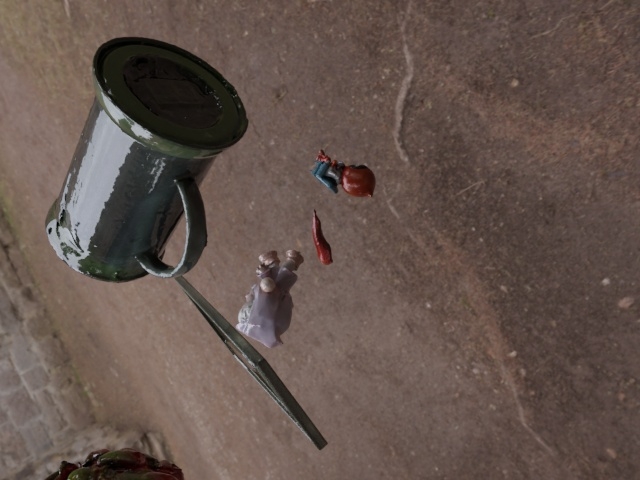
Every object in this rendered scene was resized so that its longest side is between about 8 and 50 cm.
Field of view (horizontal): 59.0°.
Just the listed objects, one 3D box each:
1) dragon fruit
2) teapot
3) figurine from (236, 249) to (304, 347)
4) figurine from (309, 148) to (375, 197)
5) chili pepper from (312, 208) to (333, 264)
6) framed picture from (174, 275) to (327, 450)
[{"bbox_3d":[-0.289,0.430,0.840,0.302,0.231,0.237,-1,83,16],"label":"dragon fruit"},{"bbox_3d":[-0.248,-0.068,0.797,0.270,0.200,0.337,55,130,17],"label":"teapot"},{"bbox_3d":[-0.127,0.144,1.471,0.133,0.276,0.200,20,146,-6],"label":"figurine"},{"bbox_3d":[0.051,-0.129,1.158,0.140,0.075,0.068,24,173,19],"label":"figurine"},{"bbox_3d":[0.000,0.000,1.251,0.045,0.027,0.178,52,163,40],"label":"chili pepper"},{"bbox_3d":[-0.126,0.198,0.960,0.324,0.020,0.241,30,155,51],"label":"framed picture"}]
